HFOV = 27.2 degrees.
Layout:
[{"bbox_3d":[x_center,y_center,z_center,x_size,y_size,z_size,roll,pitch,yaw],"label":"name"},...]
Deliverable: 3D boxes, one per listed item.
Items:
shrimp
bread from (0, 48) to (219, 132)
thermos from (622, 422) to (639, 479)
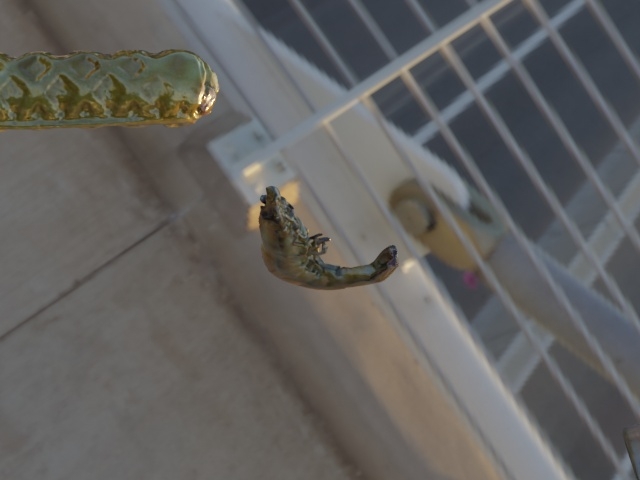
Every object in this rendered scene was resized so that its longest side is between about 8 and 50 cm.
[{"bbox_3d":[0.000,0.000,0.817,0.127,0.091,0.025,60,36,-59],"label":"shrimp"},{"bbox_3d":[-0.244,-0.162,1.427,0.270,0.098,0.087,-2,40,-7],"label":"bread"},{"bbox_3d":[0.340,0.176,0.985,0.105,0.193,0.137,20,51,-76],"label":"thermos"}]
